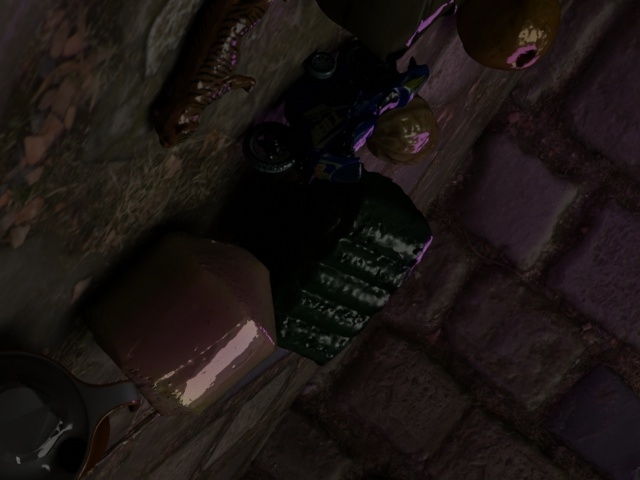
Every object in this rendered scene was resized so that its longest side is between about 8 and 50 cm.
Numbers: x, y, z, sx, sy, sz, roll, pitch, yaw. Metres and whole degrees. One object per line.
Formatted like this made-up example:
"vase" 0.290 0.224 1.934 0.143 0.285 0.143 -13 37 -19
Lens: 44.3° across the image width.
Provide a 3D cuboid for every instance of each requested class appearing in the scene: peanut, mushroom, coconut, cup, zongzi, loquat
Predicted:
"peanut" 0.165 -0.222 1.610 0.153 0.140 0.325 -42 171 2
"mushroom" -0.391 0.404 1.623 0.286 0.028 0.026 -34 116 -59
"coconut" -0.179 0.106 1.109 0.245 0.233 0.233 -41 166 -15
"cup" -0.323 0.224 0.952 0.226 0.182 0.264 -19 169 -8
"zongzi" 0.182 -0.464 0.888 0.447 0.181 0.418 -50 168 -19
"loquat" 0.378 -0.447 1.599 0.208 0.208 0.208 -49 168 -14

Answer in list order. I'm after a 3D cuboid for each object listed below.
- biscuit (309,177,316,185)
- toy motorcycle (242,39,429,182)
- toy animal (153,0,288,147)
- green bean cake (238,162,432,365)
"biscuit" 0.019 -0.053 1.480 0.031 0.228 0.176 11 97 -33
"toy motorcycle" 0.035 -0.182 1.151 0.315 0.169 0.113 -46 165 -25
"toy animal" -0.103 -0.200 0.846 0.241 0.057 0.099 -57 167 26
"green bean cake" 0.000 0.000 1.287 0.300 0.169 0.308 -54 -151 19
